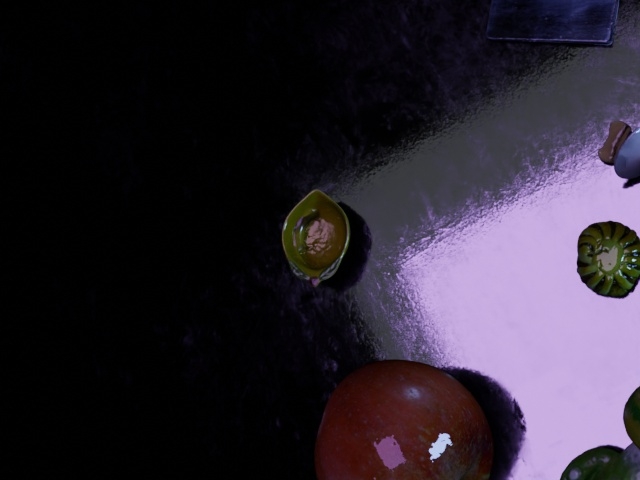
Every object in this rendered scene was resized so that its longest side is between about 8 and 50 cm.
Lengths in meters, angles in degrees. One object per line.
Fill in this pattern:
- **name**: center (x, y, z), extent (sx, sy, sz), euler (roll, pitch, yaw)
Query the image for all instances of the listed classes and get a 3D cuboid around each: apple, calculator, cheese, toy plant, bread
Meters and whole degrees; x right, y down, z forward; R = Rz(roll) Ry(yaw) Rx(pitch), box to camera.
- **apple**: center (0.149, 0.388, 1.699), extent (0.277, 0.348, 0.348), euler (23, 91, 33)
- **calculator**: center (0.466, -0.474, 1.883), extent (0.262, 0.021, 0.161), euler (9, 85, 25)
- **cheese**: center (0.560, -0.190, 1.790), extent (0.044, 0.030, 0.083), euler (31, 99, 46)
- **toy plant**: center (0.566, 0.411, 1.631), extent (0.224, 0.184, 0.316), euler (41, 114, 28)
- **bread**: center (0.537, 0.032, 1.742), extent (0.130, 0.071, 0.139), euler (20, 90, 21)

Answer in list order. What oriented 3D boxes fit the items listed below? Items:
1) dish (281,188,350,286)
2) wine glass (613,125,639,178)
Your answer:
- **dish**: center (0.000, 0.000, 1.973), extent (0.149, 0.080, 0.207), euler (0, 80, 20)
- **wine glass**: center (0.632, -0.109, 1.659), extent (0.165, 0.165, 0.196), euler (-48, 48, 9)
